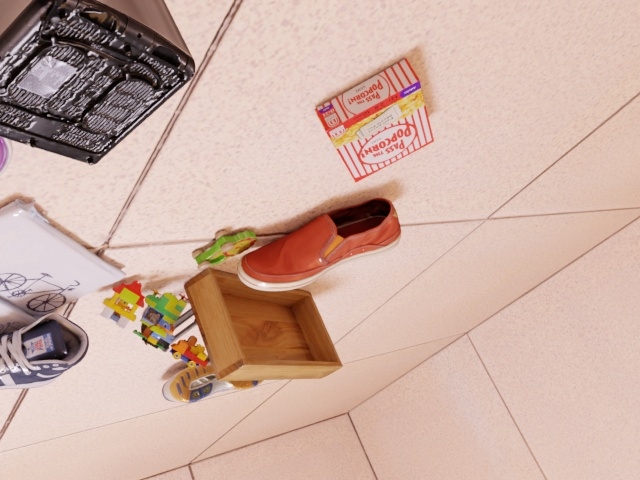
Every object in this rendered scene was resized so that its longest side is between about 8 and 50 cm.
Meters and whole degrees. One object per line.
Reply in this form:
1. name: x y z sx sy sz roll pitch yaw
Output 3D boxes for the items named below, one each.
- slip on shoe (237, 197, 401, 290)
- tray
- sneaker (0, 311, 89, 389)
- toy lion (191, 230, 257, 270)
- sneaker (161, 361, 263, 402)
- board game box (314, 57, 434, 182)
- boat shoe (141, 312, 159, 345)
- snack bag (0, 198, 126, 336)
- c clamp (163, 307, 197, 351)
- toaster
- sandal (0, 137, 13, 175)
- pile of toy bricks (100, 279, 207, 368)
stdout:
1. slip on shoe: 0.000 0.000 1.196 0.332 0.123 0.101 -18 134 -16
2. tray: -0.107 0.190 1.360 0.076 0.202 0.411 -32 157 17
3. sneaker: -0.493 0.183 0.978 0.153 0.099 0.282 -31 164 33
4. toy lion: -0.165 0.015 1.146 0.100 0.034 0.096 -36 163 25
5. sneaker: -0.284 0.361 1.721 0.297 0.111 0.131 -4 167 -38
6. board game box: 0.088 -0.173 0.969 0.147 0.045 0.193 -28 158 7
7. boat shoe: -0.333 0.173 1.299 0.045 0.050 0.135 -18 167 -27
8. snack bag: -0.491 0.082 0.942 0.343 0.037 0.323 -25 157 0
9. c clamp: -0.282 0.183 1.339 0.161 0.022 0.137 -35 162 -48
10. toaster: -0.221 -0.170 0.569 0.186 0.110 0.168 -34 157 22
11. sandal: -0.505 -0.026 0.601 0.417 0.102 0.169 -16 156 -22
12. pile of toy bricks: -0.285 0.139 1.170 0.105 0.212 0.118 -58 -165 -11
